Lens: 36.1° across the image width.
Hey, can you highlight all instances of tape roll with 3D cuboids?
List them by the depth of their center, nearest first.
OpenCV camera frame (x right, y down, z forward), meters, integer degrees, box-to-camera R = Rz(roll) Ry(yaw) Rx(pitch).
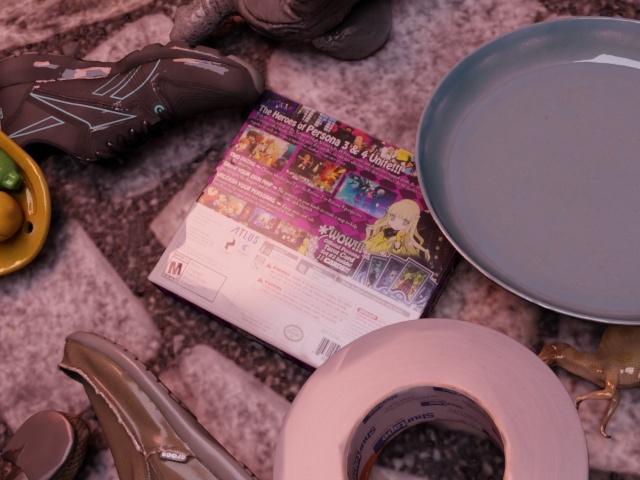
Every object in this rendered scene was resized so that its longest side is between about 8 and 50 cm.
[{"bbox_3d":[0.080,0.168,0.701,0.219,0.072,0.219,-8,57,13],"label":"tape roll"}]

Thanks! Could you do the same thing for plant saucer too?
[{"bbox_3d":[0.237,-0.060,0.810,0.318,0.043,0.317,-2,55,2],"label":"plant saucer"}]

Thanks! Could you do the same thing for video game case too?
[{"bbox_3d":[0.000,0.000,0.859,0.232,0.042,0.210,25,76,16],"label":"video game case"}]

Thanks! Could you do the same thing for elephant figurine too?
[{"bbox_3d":[0.002,-0.246,0.908,0.169,0.186,0.239,30,86,-26],"label":"elephant figurine"}]

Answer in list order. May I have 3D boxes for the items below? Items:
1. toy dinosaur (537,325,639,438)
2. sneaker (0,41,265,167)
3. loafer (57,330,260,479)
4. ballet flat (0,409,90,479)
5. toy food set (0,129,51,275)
[{"bbox_3d":[0.262,0.104,0.775,0.183,0.053,0.092,-6,68,7],"label":"toy dinosaur"},{"bbox_3d":[-0.178,-0.119,0.913,0.267,0.101,0.106,-2,80,18],"label":"sneaker"},{"bbox_3d":[-0.133,0.171,0.789,0.251,0.094,0.087,40,76,19],"label":"loafer"},{"bbox_3d":[-0.283,0.241,0.815,0.084,0.058,0.250,41,85,23],"label":"ballet flat"},{"bbox_3d":[-0.347,-0.055,0.897,0.218,0.071,0.128,37,103,20],"label":"toy food set"}]
